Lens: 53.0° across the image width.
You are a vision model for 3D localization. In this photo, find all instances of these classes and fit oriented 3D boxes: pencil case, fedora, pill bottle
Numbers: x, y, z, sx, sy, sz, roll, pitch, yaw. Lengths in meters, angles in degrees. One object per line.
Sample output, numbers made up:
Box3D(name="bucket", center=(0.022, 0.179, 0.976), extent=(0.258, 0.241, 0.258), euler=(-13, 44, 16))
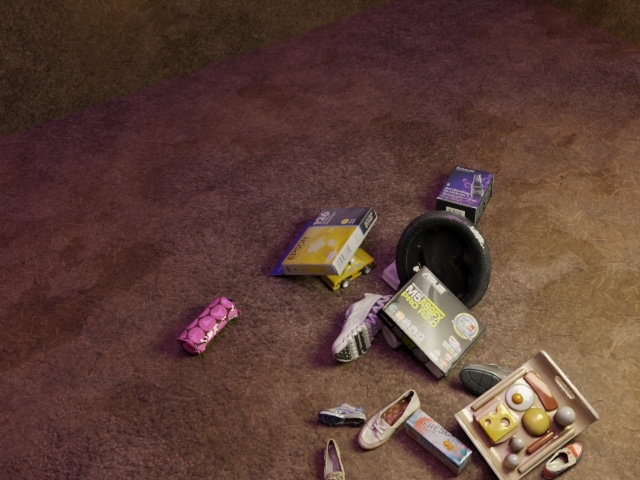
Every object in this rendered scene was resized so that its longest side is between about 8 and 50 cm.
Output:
Box3D(name="pencil case", center=(-0.352, 0.272, 2.036), extent=(0.098, 0.095, 0.209), euler=(33, 58, 14))
Box3D(name="fedora", center=(0.400, 0.060, 2.040), extent=(0.333, 0.334, 0.152), euler=(14, 18, 20))
Box3D(name="pill bottle", center=(0.265, 0.267, 1.966), extent=(0.137, 0.078, 0.078), euler=(-24, 47, -17))

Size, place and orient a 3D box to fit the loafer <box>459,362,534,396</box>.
Box3D(name="loafer", center=(0.525, 0.404, 1.804), extent=(0.267, 0.096, 0.084), euler=(18, 30, 14))

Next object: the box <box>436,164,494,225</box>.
Box3D(name="box", center=(0.527, -0.161, 2.340), extent=(0.153, 0.108, 0.207), euler=(16, 50, 22))

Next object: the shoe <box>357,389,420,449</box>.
Box3D(name="shoe", center=(0.187, 0.489, 1.768), extent=(0.219, 0.058, 0.076), euler=(-34, 50, -24))

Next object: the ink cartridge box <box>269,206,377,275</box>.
Box3D(name="ink cartridge box", center=(0.000, 0.000, 2.202), extent=(0.307, 0.072, 0.304), euler=(1, 41, 36))

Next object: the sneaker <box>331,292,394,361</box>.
Box3D(name="sneaker", center=(0.116, 0.263, 1.982), extent=(0.118, 0.110, 0.292), euler=(18, 42, 33))

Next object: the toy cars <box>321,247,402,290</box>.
Box3D(name="toy cars", center=(0.196, 0.080, 2.155), extent=(0.393, 0.087, 0.177), euler=(0, 46, 7))

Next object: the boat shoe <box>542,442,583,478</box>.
Box3D(name="boat shoe", center=(0.627, 0.561, 1.651), extent=(0.137, 0.043, 0.049), euler=(-27, 46, -20))

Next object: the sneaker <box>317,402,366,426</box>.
Box3D(name="sneaker", center=(0.060, 0.487, 1.801), extent=(0.135, 0.052, 0.058), euler=(5, 36, 2))

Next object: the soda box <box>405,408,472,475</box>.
Box3D(name="soda box", center=(0.311, 0.534, 1.704), extent=(0.058, 0.063, 0.183), euler=(-37, 52, -26))

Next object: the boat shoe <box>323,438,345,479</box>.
Box3D(name="boat shoe", center=(0.034, 0.599, 1.685), extent=(0.056, 0.048, 0.153), euler=(-5, 45, 3))

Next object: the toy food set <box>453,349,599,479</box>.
Box3D(name="toy food set", center=(0.529, 0.459, 1.662), extent=(0.306, 0.092, 0.220), euler=(-32, 67, -10))

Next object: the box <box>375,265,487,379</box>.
Box3D(name="box", center=(0.331, 0.242, 1.914), extent=(0.216, 0.060, 0.270), euler=(-39, 81, -28))
